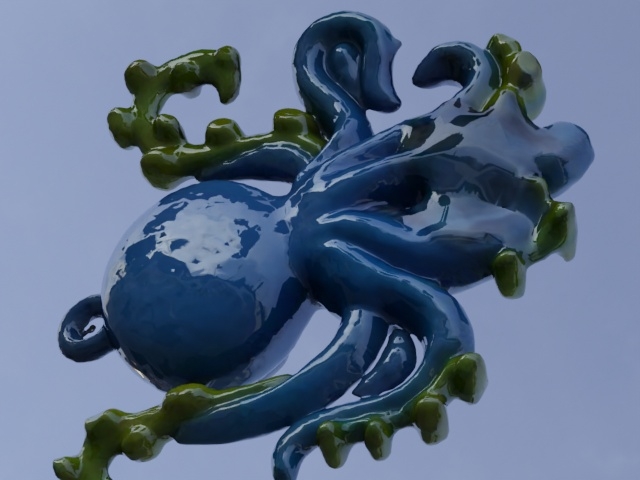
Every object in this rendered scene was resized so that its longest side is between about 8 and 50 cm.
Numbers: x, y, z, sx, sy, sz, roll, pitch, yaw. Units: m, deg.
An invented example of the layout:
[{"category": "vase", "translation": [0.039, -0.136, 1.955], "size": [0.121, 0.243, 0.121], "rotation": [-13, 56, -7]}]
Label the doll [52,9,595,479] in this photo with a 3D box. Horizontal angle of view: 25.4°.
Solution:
[{"category": "doll", "translation": [0.000, 0.000, 0.851], "size": [0.341, 0.346, 0.098], "rotation": [-16, -42, 1]}]
